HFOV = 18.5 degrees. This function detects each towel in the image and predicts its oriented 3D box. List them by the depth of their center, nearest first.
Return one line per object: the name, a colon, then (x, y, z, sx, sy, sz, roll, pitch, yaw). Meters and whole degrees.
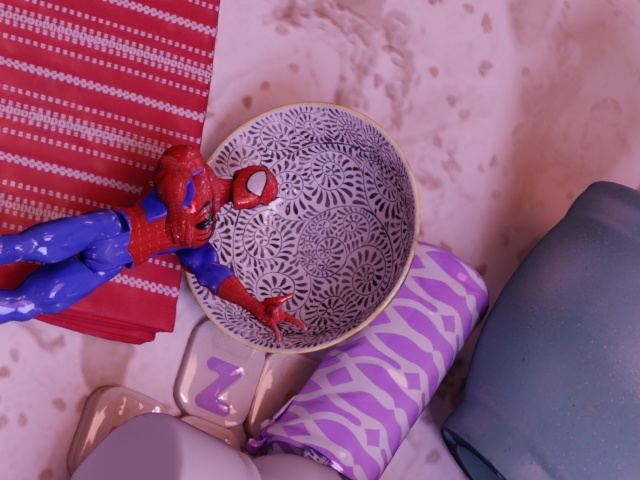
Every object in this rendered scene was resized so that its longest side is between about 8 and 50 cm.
towel: (-0.167, -0.082, 1.269, 0.199, 0.031, 0.274, 14, 78, -29)

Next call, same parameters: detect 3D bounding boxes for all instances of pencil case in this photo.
pencil case: (0.035, 0.091, 1.334, 0.088, 0.086, 0.206, 30, 58, 11)

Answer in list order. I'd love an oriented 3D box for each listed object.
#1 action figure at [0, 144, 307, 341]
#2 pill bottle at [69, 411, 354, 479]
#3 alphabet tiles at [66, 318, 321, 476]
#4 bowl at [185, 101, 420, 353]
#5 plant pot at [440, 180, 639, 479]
action figure: (-0.121, 0.021, 1.189, 0.280, 0.139, 0.091, -25, 130, -32)
pill bottle: (0.010, 0.257, 1.217, 0.361, 0.204, 0.204, 31, 71, -26)
alphabet tiles: (-0.049, 0.207, 1.319, 0.284, 0.021, 0.278, 26, 73, -27)
bowl: (0.000, 0.000, 1.310, 0.080, 0.170, 0.170, 32, 66, -62)
plant pot: (0.209, 0.133, 1.348, 0.196, 0.293, 0.293, -40, 106, -7)
